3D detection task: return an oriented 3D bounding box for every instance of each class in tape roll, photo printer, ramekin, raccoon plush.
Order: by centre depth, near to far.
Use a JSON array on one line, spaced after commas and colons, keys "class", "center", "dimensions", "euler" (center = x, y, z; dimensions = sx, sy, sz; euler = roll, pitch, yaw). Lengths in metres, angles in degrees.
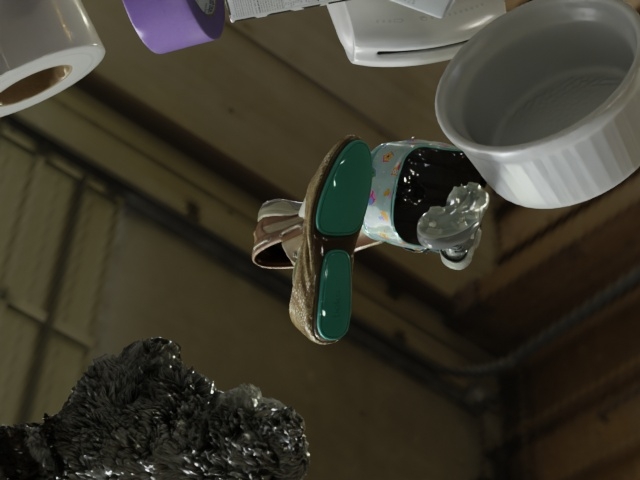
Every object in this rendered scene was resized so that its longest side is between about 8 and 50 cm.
[{"class": "ramekin", "center": [0.295, -0.170, 1.992], "dimensions": [0.277, 0.135, 0.277], "euler": [-20, -139, 18]}, {"class": "raccoon plush", "center": [-0.219, 0.312, 2.002], "dimensions": [0.446, 0.216, 0.299], "euler": [-35, -142, -30]}, {"class": "tape roll", "center": [-0.191, -0.336, 2.015], "dimensions": [0.080, 0.189, 0.189], "euler": [-13, -138, 15]}, {"class": "tape roll", "center": [-0.466, -0.304, 2.371], "dimensions": [0.246, 0.169, 0.246], "euler": [-26, 176, -2]}, {"class": "photo printer", "center": [0.129, -0.384, 2.382], "dimensions": [0.107, 0.256, 0.307], "euler": [90, -13, -49]}]

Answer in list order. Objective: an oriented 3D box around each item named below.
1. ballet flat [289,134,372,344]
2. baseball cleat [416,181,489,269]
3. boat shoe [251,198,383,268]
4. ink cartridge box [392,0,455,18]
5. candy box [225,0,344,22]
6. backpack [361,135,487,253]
[{"class": "ballet flat", "center": [0.002, -0.003, 1.554], "dimensions": [0.067, 0.073, 0.206], "euler": [12, -88, 51]}, {"class": "baseball cleat", "center": [0.172, -0.003, 2.014], "dimensions": [0.206, 0.072, 0.109], "euler": [-38, 136, -60]}, {"class": "boat shoe", "center": [0.000, 0.000, 2.590], "dimensions": [0.324, 0.123, 0.116], "euler": [-7, -124, 55]}, {"class": "ink cartridge box", "center": [0.021, -0.316, 1.585], "dimensions": [0.066, 0.232, 0.189], "euler": [-60, -162, 29]}, {"class": "candy box", "center": [-0.025, -0.402, 2.243], "dimensions": [0.233, 0.071, 0.159], "euler": [-10, -133, 2]}, {"class": "backpack", "center": [0.136, -0.068, 2.316], "dimensions": [0.144, 0.188, 0.165], "euler": [14, -83, 39]}]
